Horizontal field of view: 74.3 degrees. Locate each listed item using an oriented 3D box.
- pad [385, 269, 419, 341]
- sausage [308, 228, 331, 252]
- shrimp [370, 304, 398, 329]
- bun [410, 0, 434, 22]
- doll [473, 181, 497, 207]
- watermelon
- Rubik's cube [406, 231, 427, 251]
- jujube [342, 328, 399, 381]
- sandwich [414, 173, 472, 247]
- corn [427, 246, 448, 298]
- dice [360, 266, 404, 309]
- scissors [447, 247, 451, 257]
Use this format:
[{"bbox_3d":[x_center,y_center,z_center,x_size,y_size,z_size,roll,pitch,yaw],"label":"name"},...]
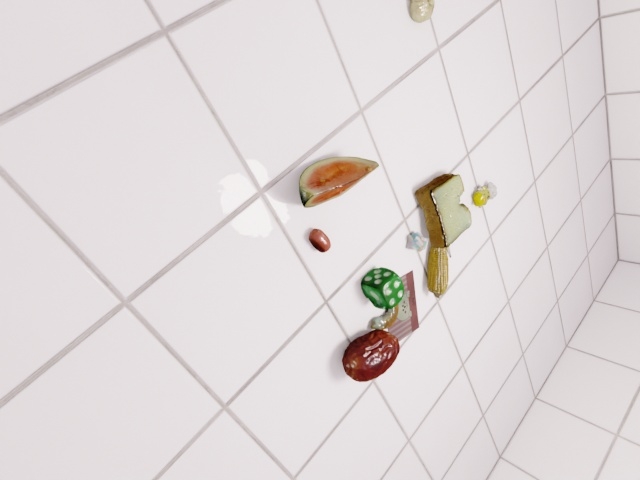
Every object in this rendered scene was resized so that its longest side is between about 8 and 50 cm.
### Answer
[{"bbox_3d":[0.358,0.301,1.859,0.202,0.005,0.300,-24,114,-33],"label":"pad"},{"bbox_3d":[0.000,0.000,1.467,0.094,0.059,0.054,49,57,-31],"label":"sausage"},{"bbox_3d":[0.268,0.287,1.753,0.161,0.049,0.166,-15,108,-34],"label":"shrimp"},{"bbox_3d":[0.384,-0.871,1.572,0.115,0.069,0.115,-12,109,-37],"label":"bun"},{"bbox_3d":[0.803,-0.223,2.063,0.162,0.062,0.106,-31,123,-31],"label":"doll"},{"bbox_3d":[0.028,-0.212,1.404,0.303,0.159,0.128,-27,86,-29],"label":"watermelon"},{"bbox_3d":[0.413,0.007,1.793,0.075,0.073,0.084,-14,111,-37],"label":"Rubik's cube"},{"bbox_3d":[0.201,0.451,1.663,0.250,0.174,0.174,-14,109,-33],"label":"jujube"},{"bbox_3d":[0.543,-0.141,1.828,0.249,0.095,0.273,-32,109,-32],"label":"sandwich"},{"bbox_3d":[0.527,0.131,1.900,0.097,0.097,0.262,-5,97,-38],"label":"corn"},{"bbox_3d":[0.246,0.186,1.661,0.120,0.131,0.128,-38,120,-26],"label":"dice"},{"bbox_3d":[0.565,-0.024,1.916,0.110,0.021,0.212,-17,98,-38],"label":"scissors"}]
